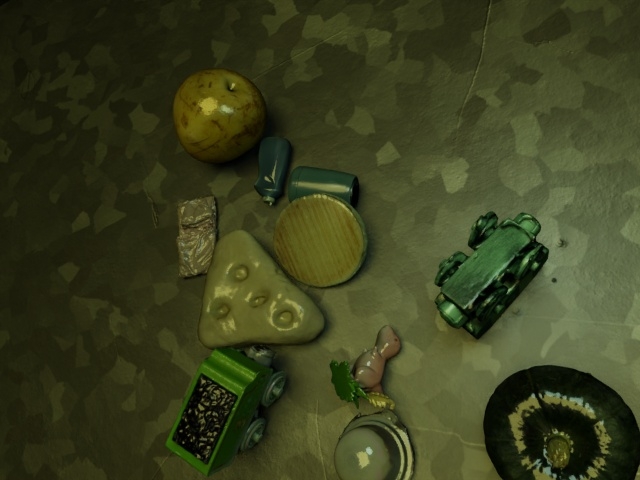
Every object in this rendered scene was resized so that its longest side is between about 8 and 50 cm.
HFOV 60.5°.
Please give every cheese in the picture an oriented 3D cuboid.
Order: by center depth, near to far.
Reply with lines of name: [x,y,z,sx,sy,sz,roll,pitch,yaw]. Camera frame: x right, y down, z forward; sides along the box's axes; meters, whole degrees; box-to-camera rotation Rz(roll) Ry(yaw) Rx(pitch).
cheese: [-0.162,0.122,1.485,0.350,0.129,0.329,-8,72,18]

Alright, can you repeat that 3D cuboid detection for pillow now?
pillow: [-0.374,-0.016,1.653,0.135,0.049,0.249,-10,73,13]

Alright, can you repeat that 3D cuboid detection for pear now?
pear: [-0.299,-0.365,1.616,0.280,0.280,0.281,-6,72,19]

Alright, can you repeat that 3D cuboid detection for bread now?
bread: [0.000,0.000,1.463,0.266,0.040,0.267,5,103,20]

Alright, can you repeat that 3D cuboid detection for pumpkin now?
pumpkin: [0.482,0.402,1.120,0.300,0.207,0.300,-6,76,27]

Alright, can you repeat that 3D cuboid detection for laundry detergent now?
laundry detergent: [-0.143,-0.200,1.618,0.096,0.061,0.206,3,76,13]

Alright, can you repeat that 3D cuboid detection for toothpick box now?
toothpick box: [0.013,-0.138,1.509,0.184,0.120,0.120,8,77,19]

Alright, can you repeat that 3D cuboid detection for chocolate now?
chocolate: [0.111,0.497,1.263,0.221,0.147,0.221,-7,68,17]

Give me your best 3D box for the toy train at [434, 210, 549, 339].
toy train: [0.380,0.074,1.241,0.299,0.238,0.167,-48,64,-1]

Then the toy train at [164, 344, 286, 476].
toy train: [-0.224,0.402,1.350,0.173,0.249,0.307,25,92,23]

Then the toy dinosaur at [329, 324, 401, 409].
toy dinosaur: [0.120,0.319,1.347,0.177,0.152,0.194,-8,75,-22]
